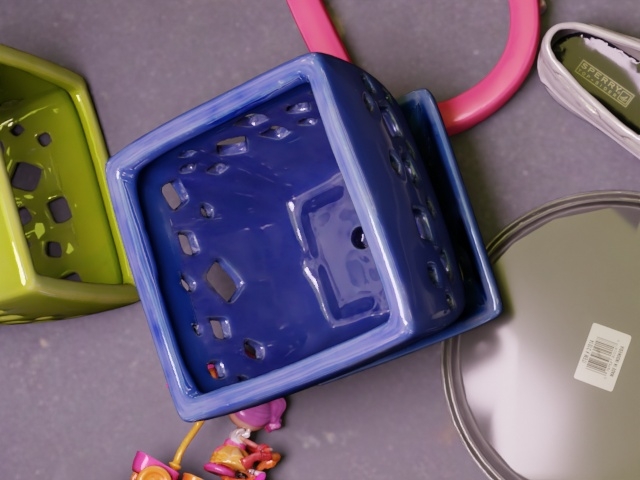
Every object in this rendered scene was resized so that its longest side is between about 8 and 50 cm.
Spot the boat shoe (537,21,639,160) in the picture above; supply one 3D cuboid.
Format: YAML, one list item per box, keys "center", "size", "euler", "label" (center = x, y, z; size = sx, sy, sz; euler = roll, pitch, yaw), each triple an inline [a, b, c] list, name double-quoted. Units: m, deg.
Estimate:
- center: [0.300, -0.103, 1.354]
  size: [0.267, 0.088, 0.096]
  euler: [38, 91, 14]
  label: "boat shoe"

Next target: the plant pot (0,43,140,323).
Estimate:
- center: [-0.312, -0.026, 1.407]
  size: [0.207, 0.228, 0.227]
  euler: [-18, 80, 15]
  label: "plant pot"

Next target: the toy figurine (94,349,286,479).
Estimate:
- center: [-0.086, 0.171, 1.399]
  size: [0.173, 0.130, 0.159]
  euler: [24, 78, -8]
  label: "toy figurine"

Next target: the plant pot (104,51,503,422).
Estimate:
- center: [0.000, 0.000, 1.319]
  size: [0.236, 0.212, 0.236]
  euler: [-25, 77, 32]
  label: "plant pot"

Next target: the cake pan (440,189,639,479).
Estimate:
- center: [0.243, 0.099, 1.359]
  size: [0.293, 0.054, 0.293]
  euler: [-2, 83, 12]
  label: "cake pan"

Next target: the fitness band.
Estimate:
- center: [0.076, -0.230, 1.439]
  size: [0.209, 0.054, 0.291]
  euler: [-26, 78, 10]
  label: "fitness band"
